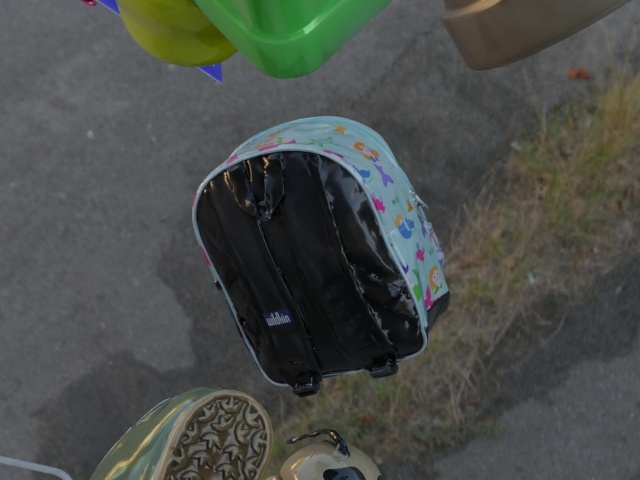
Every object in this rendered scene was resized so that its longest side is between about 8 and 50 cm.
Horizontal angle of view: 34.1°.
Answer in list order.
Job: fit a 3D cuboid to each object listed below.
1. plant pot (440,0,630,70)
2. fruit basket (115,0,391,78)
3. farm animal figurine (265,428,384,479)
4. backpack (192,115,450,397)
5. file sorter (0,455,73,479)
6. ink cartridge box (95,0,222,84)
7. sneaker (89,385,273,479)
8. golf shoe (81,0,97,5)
[{"bbox_3d":[0.203,-0.368,1.007,0.323,0.280,0.323,-35,15,10],"label":"plant pot"},{"bbox_3d":[-0.060,-0.276,0.704,0.283,0.392,0.392,-42,55,-2],"label":"fruit basket"},{"bbox_3d":[0.045,0.305,0.848,0.330,0.172,0.326,-17,78,-35],"label":"farm animal figurine"},{"bbox_3d":[0.000,0.000,1.073,0.225,0.253,0.191,-17,23,29],"label":"backpack"},{"bbox_3d":[-0.384,0.364,1.057,0.278,0.173,0.192,-30,62,10],"label":"file sorter"},{"bbox_3d":[-0.181,-0.296,1.155,0.045,0.206,0.208,-38,42,26],"label":"ink cartridge box"},{"bbox_3d":[-0.094,0.154,0.497,0.192,0.064,0.086,-58,19,-12],"label":"sneaker"},{"bbox_3d":[-0.273,-0.373,1.365,0.306,0.140,0.115,-9,4,-43],"label":"golf shoe"}]
